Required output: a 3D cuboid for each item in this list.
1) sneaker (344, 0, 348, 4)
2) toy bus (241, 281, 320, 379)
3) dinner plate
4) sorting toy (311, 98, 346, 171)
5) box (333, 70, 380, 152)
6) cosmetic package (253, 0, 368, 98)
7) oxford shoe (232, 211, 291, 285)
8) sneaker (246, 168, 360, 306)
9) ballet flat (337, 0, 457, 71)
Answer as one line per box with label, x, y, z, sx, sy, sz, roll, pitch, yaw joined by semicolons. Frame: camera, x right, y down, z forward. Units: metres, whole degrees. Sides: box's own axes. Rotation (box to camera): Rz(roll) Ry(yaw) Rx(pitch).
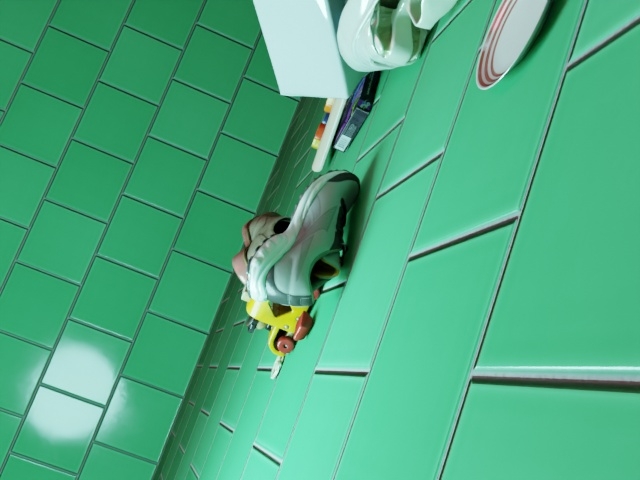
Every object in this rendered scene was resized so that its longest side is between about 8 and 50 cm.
sneaker;0.166;-0.492;1.353;0.139;0.125;0.341;-6;56;50
toy bus;-0.071;0.093;1.260;0.191;0.104;0.202;130;161;-63
dinner plate;0.187;-0.205;0.748;0.141;0.017;0.141;-158;90;-82
sorting toy;0.024;-0.269;1.693;0.208;0.038;0.193;-76;6;-58
box;0.072;-0.261;1.514;0.116;0.029;0.162;123;168;-49
cosmetic package;-0.009;-0.463;1.383;0.217;0.156;0.385;-56;-35;-39
oxford shoe;-0.084;0.003;1.642;0.130;0.123;0.348;-38;16;13
sneaker;0.000;0.000;1.149;0.271;0.108;0.100;-56;-26;-39
ballet flat;0.124;-0.336;1.144;0.400;0.139;0.139;128;162;-57
